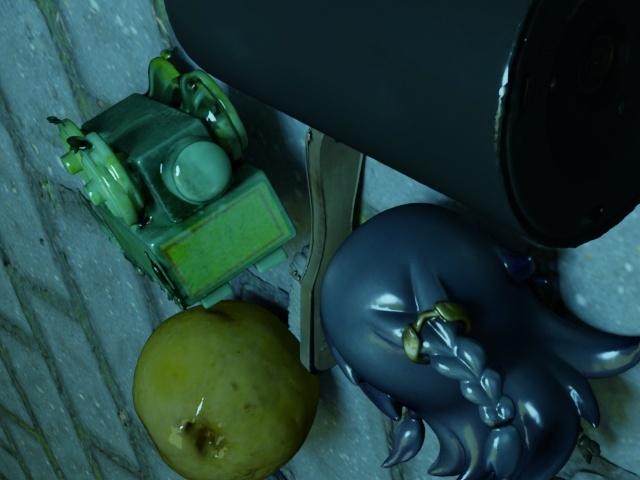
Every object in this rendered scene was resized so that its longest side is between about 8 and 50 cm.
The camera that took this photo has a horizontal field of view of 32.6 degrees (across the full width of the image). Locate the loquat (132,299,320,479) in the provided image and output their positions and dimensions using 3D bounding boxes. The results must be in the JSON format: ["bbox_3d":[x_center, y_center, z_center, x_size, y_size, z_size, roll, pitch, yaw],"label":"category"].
[{"bbox_3d":[-0.103,0.166,1.207,0.208,0.208,0.208,34,145,28],"label":"loquat"}]

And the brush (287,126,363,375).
[{"bbox_3d":[0.000,0.000,1.034,0.065,0.070,0.328,44,149,34],"label":"brush"}]

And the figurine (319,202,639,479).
[{"bbox_3d":[0.117,0.089,0.866,0.265,0.175,0.197,34,154,16],"label":"figurine"}]

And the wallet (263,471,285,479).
[{"bbox_3d":[-0.039,0.394,1.527,0.232,0.025,0.119,53,150,1],"label":"wallet"}]

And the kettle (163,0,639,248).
[{"bbox_3d":[0.079,-0.141,0.697,0.308,0.262,0.203,28,107,40],"label":"kettle"}]

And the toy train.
[{"bbox_3d":[-0.144,-0.059,1.043,0.271,0.159,0.188,28,149,61],"label":"toy train"}]
